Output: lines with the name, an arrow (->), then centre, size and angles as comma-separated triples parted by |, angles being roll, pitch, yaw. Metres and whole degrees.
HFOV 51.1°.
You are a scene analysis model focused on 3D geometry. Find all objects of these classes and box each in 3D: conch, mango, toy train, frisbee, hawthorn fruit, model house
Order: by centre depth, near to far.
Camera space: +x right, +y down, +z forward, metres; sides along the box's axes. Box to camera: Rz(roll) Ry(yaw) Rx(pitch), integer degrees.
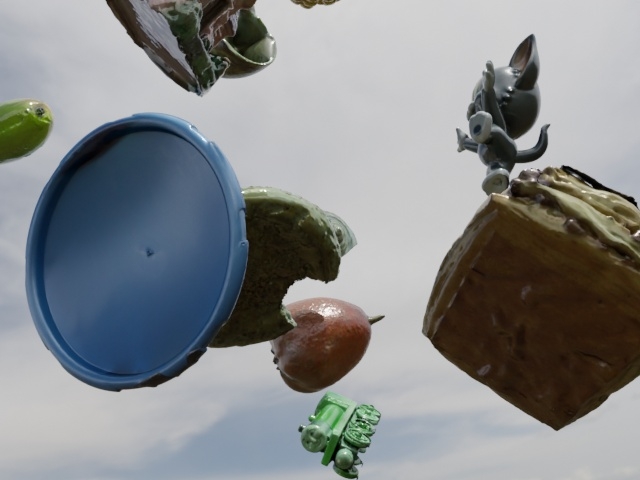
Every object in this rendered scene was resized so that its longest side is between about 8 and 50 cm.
frisbee -> -0.161, 0.009, 0.585 | 0.242, 0.242, 0.045 | -27, -19, 19
model house -> -0.165, -0.368, 0.960 | 0.237, 0.202, 0.237 | -47, -17, -9
toy train -> 0.033, 0.321, 1.136 | 0.119, 0.085, 0.251 | 22, 2, 11
conch -> -0.169, -0.379, 1.220 | 0.187, 0.181, 0.124 | 27, -30, -15
conch -> 0.001, -0.007, 1.251 | 0.135, 0.102, 0.153 | -5, 8, -32
mango -> -0.615, -0.200, 1.293 | 0.233, 0.111, 0.125 | -29, -14, 15
hawthorn fruit -> 0.017, 0.197, 1.371 | 0.251, 0.199, 0.199 | -24, -27, -10

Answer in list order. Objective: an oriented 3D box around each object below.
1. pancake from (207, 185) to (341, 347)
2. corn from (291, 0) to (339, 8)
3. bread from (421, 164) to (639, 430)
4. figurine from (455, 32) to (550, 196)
pancake -> -0.099, 0.040, 0.811 | 0.253, 0.037, 0.254 | -10, -50, -12
corn -> -0.004, -0.301, 0.565 | 0.093, 0.093, 0.244 | -13, -20, -7
bread -> 0.305, 0.067, 0.876 | 0.167, 0.277, 0.325 | -39, -24, -44
figurine -> 0.299, -0.199, 1.087 | 0.140, 0.265, 0.193 | -5, -44, 3
